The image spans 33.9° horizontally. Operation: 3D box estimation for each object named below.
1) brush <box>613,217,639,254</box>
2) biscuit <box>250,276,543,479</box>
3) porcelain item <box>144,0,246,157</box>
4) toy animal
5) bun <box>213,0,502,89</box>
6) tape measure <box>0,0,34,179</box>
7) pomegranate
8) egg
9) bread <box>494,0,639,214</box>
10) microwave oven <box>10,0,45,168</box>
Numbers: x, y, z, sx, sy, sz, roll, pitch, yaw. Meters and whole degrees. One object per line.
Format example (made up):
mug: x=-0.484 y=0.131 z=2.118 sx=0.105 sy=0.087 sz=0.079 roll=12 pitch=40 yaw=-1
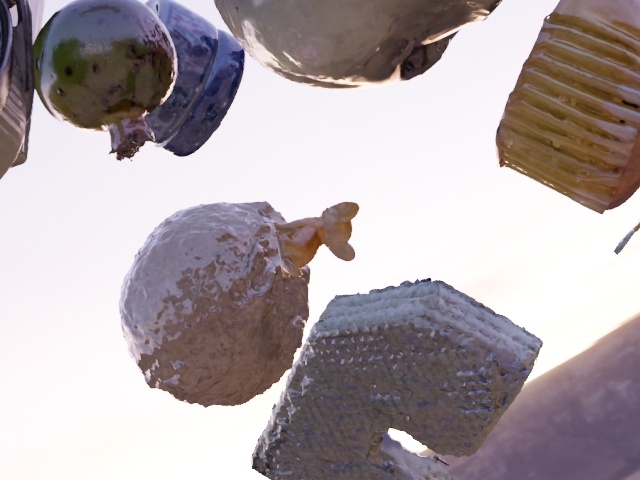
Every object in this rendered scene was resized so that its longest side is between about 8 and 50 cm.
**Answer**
brush: x=0.464 y=-0.068 z=1.407 sx=0.205 sy=0.011 sz=0.083 roll=-56 pitch=-13 yaw=24
biscuit: x=0.045 y=0.124 z=0.751 sx=0.046 sy=0.147 sz=0.250 roll=-51 pitch=-10 yaw=-48
porcelain item: x=-0.155 y=-0.169 z=1.104 sx=0.114 sy=0.147 sz=0.147 roll=26 pitch=-45 yaw=-26
toy animal: x=0.000 y=0.000 z=0.976 sx=0.083 sy=0.061 sz=0.081 roll=-12 pitch=25 yaw=-4
bun: x=0.055 y=-0.206 z=0.720 sx=0.273 sy=0.168 sz=0.273 roll=-35 pitch=19 yaw=14
tape measure: x=-0.301 y=-0.080 z=0.713 sx=0.231 sy=0.271 sz=0.133 roll=-18 pitch=-27 yaw=6
pomegranate: x=-0.176 y=-0.141 z=0.876 sx=0.130 sy=0.130 sz=0.130 roll=-27 pitch=-15 yaw=-8
egg: x=-0.146 y=0.084 z=1.454 sx=0.279 sy=0.310 sz=0.279 roll=11 pitch=-30 yaw=6
bread: x=0.294 y=-0.165 z=0.998 sx=0.288 sy=0.156 sz=0.204 roll=-53 pitch=-18 yaw=-33
microwave oven: x=-0.374 y=-0.194 z=0.999 sx=0.145 sy=0.241 sz=0.194 roll=-18 pitch=-40 yaw=14
